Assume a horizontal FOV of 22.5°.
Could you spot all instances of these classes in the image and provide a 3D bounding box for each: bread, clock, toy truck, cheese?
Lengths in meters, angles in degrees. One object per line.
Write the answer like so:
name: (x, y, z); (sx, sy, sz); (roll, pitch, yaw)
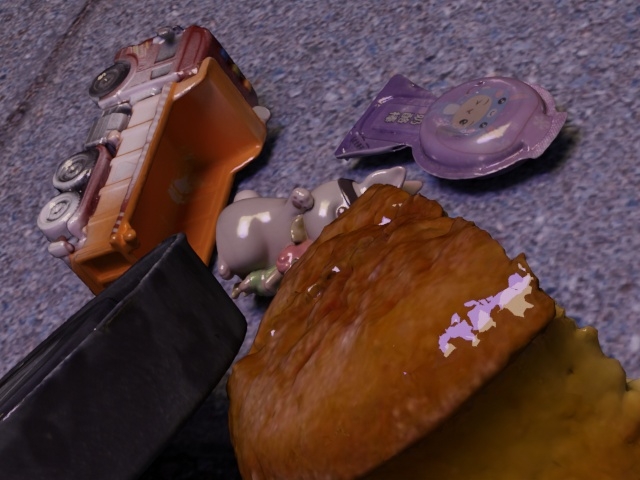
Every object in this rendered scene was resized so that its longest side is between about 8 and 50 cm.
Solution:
bread: (0.057, 0.092, 0.873); (0.179, 0.194, 0.340); (-51, 14, -1)
clock: (-0.204, 0.149, 0.994); (0.386, 0.076, 0.386); (-41, 7, 6)
toy truck: (-0.130, -0.056, 1.281); (0.135, 0.114, 0.270); (-16, 40, 27)
cheese: (0.100, -0.085, 1.202); (0.191, 0.042, 0.105); (7, 51, 44)

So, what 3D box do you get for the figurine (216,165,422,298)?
figurine: (0.004, 0.004, 1.166); (0.146, 0.081, 0.098); (-7, 87, 24)
